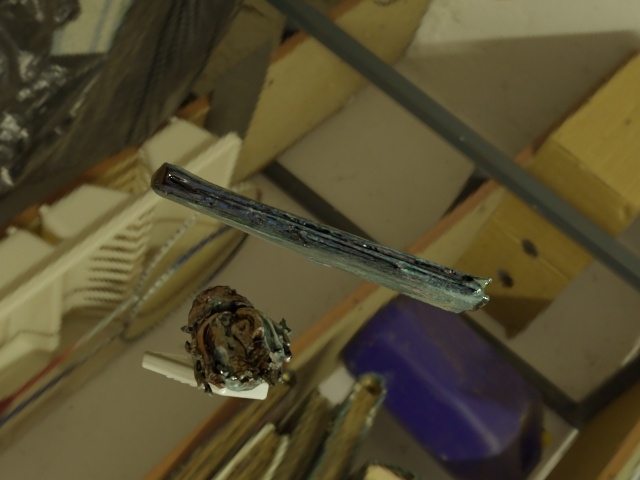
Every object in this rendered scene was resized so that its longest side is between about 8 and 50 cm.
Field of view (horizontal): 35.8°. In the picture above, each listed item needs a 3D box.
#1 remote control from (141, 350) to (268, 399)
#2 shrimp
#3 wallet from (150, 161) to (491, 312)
[{"bbox_3d":[-0.164,0.185,1.366,0.087,0.190,0.029,17,85,-47],"label":"remote control"},{"bbox_3d":[-0.063,0.089,0.818,0.090,0.079,0.233,-11,-169,-16],"label":"shrimp"},{"bbox_3d":[0.000,0.000,1.115,0.191,0.379,0.046,79,32,-86],"label":"wallet"}]
